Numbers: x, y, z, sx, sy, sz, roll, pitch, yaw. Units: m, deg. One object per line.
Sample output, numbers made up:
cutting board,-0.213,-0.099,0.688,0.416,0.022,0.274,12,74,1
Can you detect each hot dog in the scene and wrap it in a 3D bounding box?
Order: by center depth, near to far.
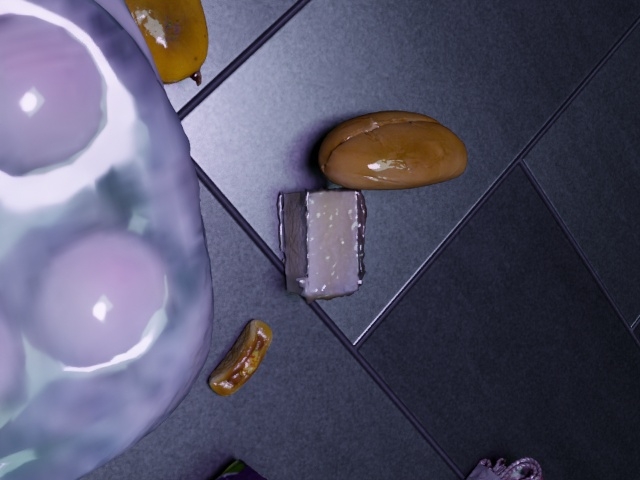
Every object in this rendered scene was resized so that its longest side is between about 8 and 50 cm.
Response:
hot dog,-0.080,0.125,0.847,0.030,0.034,0.090,43,75,-25

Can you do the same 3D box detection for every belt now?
belt,0.176,0.343,0.995,0.232,0.071,0.053,-30,115,-20

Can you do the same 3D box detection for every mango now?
mango,-0.166,-0.226,0.753,0.101,0.066,0.187,-32,100,-24

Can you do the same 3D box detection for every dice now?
dice,-0.281,-0.009,0.545,0.328,0.348,0.330,-20,103,-25

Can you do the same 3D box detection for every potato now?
potato,0.000,0.002,0.866,0.086,0.061,0.122,-5,99,-29

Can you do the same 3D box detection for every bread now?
bread,0.082,-0.100,0.872,0.189,0.114,0.077,-12,115,-33

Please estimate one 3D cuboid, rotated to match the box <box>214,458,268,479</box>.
box,-0.166,0.370,0.766,0.345,0.134,0.097,-39,114,-21
